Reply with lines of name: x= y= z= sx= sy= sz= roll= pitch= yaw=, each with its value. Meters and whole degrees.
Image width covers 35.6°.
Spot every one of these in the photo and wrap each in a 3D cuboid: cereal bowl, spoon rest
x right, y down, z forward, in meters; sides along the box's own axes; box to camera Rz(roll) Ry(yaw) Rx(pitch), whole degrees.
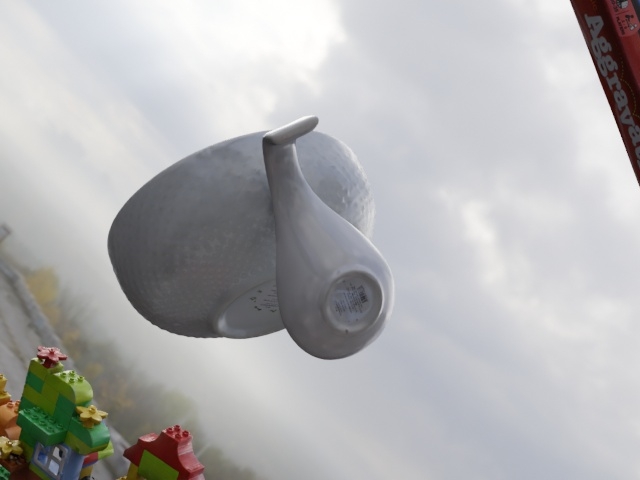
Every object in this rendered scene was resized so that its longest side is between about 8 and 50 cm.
cereal bowl: x=-0.080 y=0.022 z=1.213 sx=0.339 sy=0.339 sz=0.141 roll=61 pitch=5 yaw=-64
spoon rest: x=0.000 y=0.000 z=1.064 sx=0.084 sy=0.137 sz=0.276 roll=26 pitch=-43 yaw=61

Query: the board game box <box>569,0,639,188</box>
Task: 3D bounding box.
board game box: x=0.211 y=0.002 z=0.399 sx=0.027 sy=0.145 sz=0.281 roll=152 pitch=-81 yaw=-74

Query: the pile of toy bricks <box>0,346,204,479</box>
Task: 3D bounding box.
pile of toy bricks: x=-0.181 y=0.123 z=0.657 sx=0.212 sy=0.105 sz=0.118 roll=26 pitch=15 yaw=26
